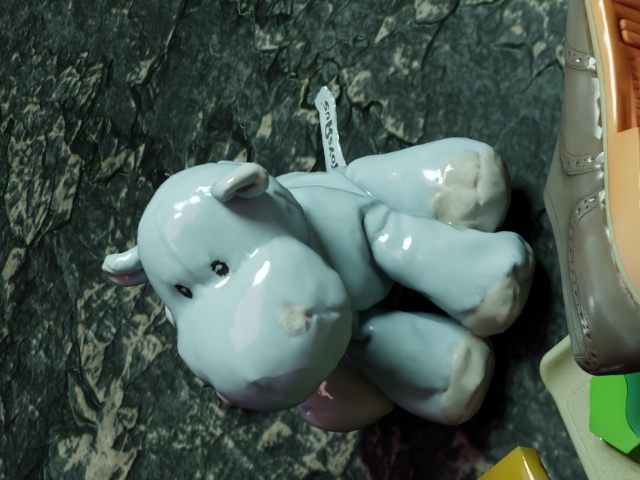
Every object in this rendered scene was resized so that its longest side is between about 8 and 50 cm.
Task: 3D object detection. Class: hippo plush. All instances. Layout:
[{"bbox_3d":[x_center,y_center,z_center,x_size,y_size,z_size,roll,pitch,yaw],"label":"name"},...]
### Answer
[{"bbox_3d":[0.000,0.000,0.896,0.234,0.236,0.294,-32,71,25],"label":"hippo plush"}]

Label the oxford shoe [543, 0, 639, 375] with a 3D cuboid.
[{"bbox_3d":[0.191,-0.086,0.822,0.133,0.130,0.364,-46,29,50],"label":"oxford shoe"}]

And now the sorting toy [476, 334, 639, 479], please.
[{"bbox_3d":[0.213,0.138,0.793,0.307,0.041,0.229,-47,46,29],"label":"sorting toy"}]

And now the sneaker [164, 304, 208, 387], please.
[{"bbox_3d":[-0.051,0.057,1.121,0.229,0.086,0.132,-47,50,42],"label":"sneaker"}]
